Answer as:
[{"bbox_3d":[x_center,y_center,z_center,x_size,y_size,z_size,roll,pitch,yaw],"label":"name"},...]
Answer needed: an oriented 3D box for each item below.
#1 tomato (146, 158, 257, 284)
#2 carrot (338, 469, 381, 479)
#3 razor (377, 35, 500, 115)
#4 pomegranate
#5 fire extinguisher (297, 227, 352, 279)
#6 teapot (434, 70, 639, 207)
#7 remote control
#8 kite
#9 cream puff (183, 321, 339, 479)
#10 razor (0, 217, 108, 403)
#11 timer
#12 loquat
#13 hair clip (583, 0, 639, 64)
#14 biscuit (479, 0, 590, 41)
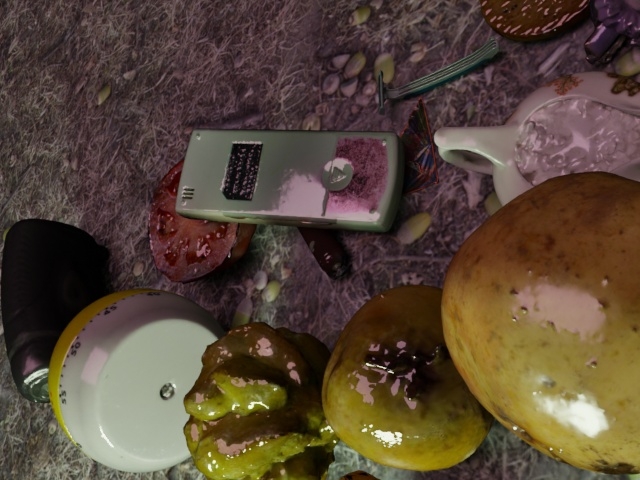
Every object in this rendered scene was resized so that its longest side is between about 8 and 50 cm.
[{"bbox_3d":[-0.184,-0.031,1.259,0.225,0.085,0.224,-10,73,34],"label":"tomato"},{"bbox_3d":[0.098,0.350,0.867,0.229,0.069,0.069,42,102,42],"label":"carrot"},{"bbox_3d":[0.165,-0.234,1.078,0.191,0.037,0.068,-18,60,31],"label":"razor"},{"bbox_3d":[0.254,0.073,0.713,0.281,0.281,0.281,-14,66,35],"label":"pomegranate"},{"bbox_3d":[0.000,0.000,1.126,0.158,0.043,0.064,59,143,36],"label":"fire extinguisher"},{"bbox_3d":[0.279,-0.095,0.871,0.298,0.139,0.204,-3,76,38],"label":"teapot"},{"bbox_3d":[-0.048,-0.091,1.121,0.344,0.050,0.145,5,76,23],"label":"remote control"},{"bbox_3d":[0.111,-0.117,1.099,0.159,0.010,0.190,35,96,41],"label":"kite"},{"bbox_3d":[-0.067,0.225,0.980,0.196,0.244,0.244,-32,56,14],"label":"cream puff"},{"bbox_3d":[-0.453,0.123,1.346,0.113,0.204,0.349,-40,51,24],"label":"razor"},{"bbox_3d":[-0.285,0.195,1.158,0.285,0.285,0.285,-14,66,35],"label":"timer"},{"bbox_3d":[0.109,0.156,0.876,0.213,0.213,0.213,-14,66,35],"label":"loquat"},{"bbox_3d":[0.404,-0.335,0.897,0.106,0.084,0.292,33,102,-2],"label":"hair clip"},{"bbox_3d":[0.298,-0.349,1.017,0.188,0.027,0.187,-16,64,34],"label":"biscuit"}]
